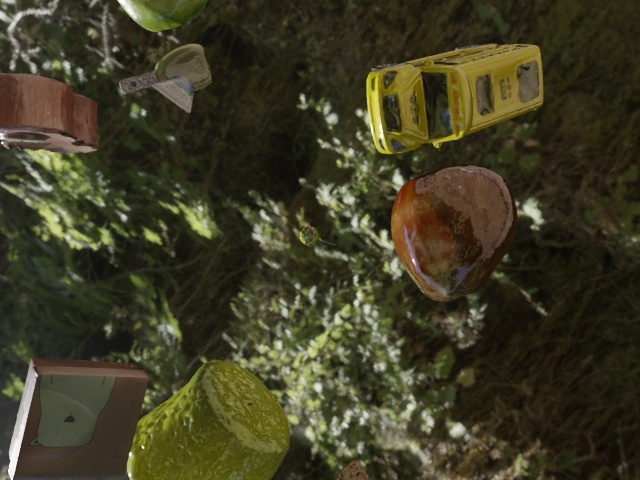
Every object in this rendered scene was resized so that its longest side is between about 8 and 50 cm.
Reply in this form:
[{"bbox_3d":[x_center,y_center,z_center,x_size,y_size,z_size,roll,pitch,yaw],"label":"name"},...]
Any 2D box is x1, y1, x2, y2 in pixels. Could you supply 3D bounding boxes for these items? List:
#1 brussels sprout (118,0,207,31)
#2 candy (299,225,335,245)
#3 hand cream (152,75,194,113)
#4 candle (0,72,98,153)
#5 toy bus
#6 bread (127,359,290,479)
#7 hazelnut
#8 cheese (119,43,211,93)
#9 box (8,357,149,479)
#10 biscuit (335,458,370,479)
[{"bbox_3d":[-0.302,-0.509,1.301,0.223,0.223,0.161,44,-151,22],"label":"brussels sprout"},{"bbox_3d":[0.000,0.000,1.311,0.035,0.035,0.123,32,-175,30],"label":"candy"},{"bbox_3d":[-0.279,-0.290,1.339,0.084,0.053,0.142,35,-165,-14],"label":"hand cream"},{"bbox_3d":[-0.576,-0.238,1.288,0.288,0.131,0.317,-2,179,3],"label":"candle"},{"bbox_3d":[0.229,-0.243,1.147,0.330,0.144,0.152,-24,-157,-37],"label":"toy bus"},{"bbox_3d":[-0.252,0.470,1.617,0.348,0.307,0.348,35,-169,-8],"label":"bread"},{"bbox_3d":[0.348,-0.024,1.823,0.366,0.365,0.366,39,-171,-7],"label":"hazelnut"},{"bbox_3d":[-0.326,-0.347,1.439,0.037,0.192,0.096,22,131,63],"label":"cheese"},{"bbox_3d":[-0.454,0.333,1.291,0.215,0.215,0.086,11,-170,-34],"label":"box"},{"bbox_3d":[0.049,0.600,1.622,0.064,0.034,0.199,54,-140,2],"label":"biscuit"}]
